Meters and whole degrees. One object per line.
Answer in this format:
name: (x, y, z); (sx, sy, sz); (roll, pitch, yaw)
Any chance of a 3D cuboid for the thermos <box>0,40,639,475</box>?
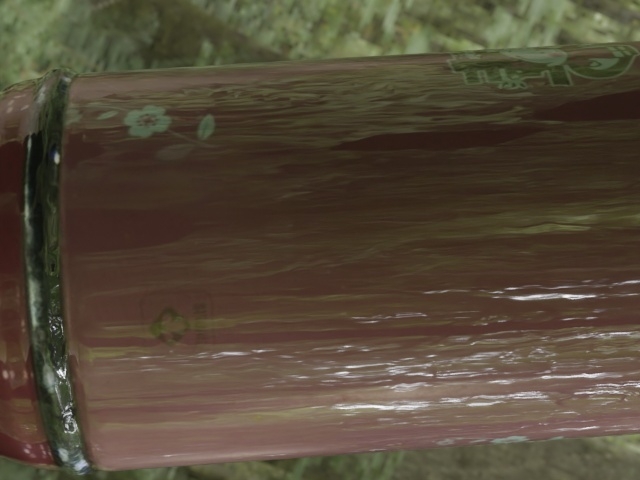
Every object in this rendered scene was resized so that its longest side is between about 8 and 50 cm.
thermos: (0.000, -0.004, 0.396); (0.136, 0.330, 0.110); (-96, -176, -47)
